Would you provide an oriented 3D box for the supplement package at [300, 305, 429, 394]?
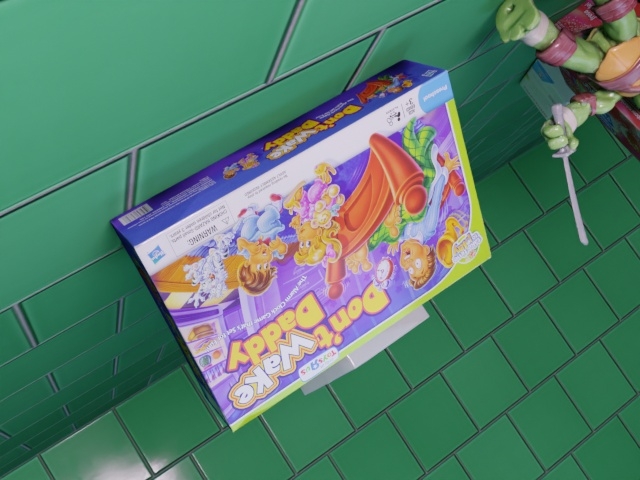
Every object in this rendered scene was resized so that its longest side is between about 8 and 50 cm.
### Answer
[{"bbox_3d":[0.013,0.100,1.414,0.198,0.263,0.199,-29,172,-35],"label":"supplement package"}]

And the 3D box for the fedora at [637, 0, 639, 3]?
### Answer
[{"bbox_3d":[0.611,-0.306,1.248,0.334,0.334,0.152,-38,-171,33],"label":"fedora"}]

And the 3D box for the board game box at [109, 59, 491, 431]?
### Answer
[{"bbox_3d":[0.000,0.000,0.796,0.347,0.233,0.078,-32,-147,-17],"label":"board game box"}]

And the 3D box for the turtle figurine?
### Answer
[{"bbox_3d":[0.330,-0.174,0.848,0.198,0.266,0.275,-4,-119,53],"label":"turtle figurine"}]

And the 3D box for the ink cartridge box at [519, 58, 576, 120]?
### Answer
[{"bbox_3d":[0.422,-0.280,1.370,0.090,0.092,0.143,-34,175,-2],"label":"ink cartridge box"}]

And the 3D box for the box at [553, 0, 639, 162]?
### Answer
[{"bbox_3d":[0.437,-0.220,1.080,0.122,0.257,0.128,-35,139,11],"label":"box"}]
